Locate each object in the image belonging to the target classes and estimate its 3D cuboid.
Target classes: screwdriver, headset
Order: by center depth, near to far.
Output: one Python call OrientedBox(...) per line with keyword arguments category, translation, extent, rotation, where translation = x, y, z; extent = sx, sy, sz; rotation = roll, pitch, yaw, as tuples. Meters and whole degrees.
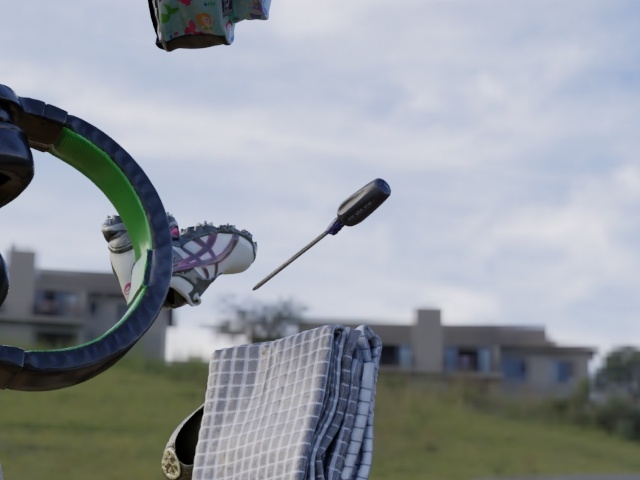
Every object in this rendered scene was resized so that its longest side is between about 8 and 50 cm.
OrientedBox(category="headset", translation=(-0.318, -0.008, 1.377), extent=(0.394, 0.243, 0.185), rotation=(19, -34, -21))
OrientedBox(category="screwdriver", translation=(0.000, 0.000, 1.457), extent=(0.025, 0.024, 0.170), rotation=(16, -44, -36))

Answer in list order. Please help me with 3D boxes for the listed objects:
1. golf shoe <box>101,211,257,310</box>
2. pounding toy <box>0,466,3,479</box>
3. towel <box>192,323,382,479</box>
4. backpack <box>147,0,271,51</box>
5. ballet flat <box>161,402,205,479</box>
OrientedBox(category="golf shoe", translation=(-0.175, 0.034, 2.172), extent=(0.105, 0.120, 0.273), rotation=(-15, -13, 32))
OrientedBox(category="pounding toy", translation=(-0.458, 0.315, 2.038), extent=(0.094, 0.181, 0.206), rotation=(4, -28, -44))
OrientedBox(category="towel", translation=(-0.045, 0.241, 2.044), extent=(0.121, 0.283, 0.235), rotation=(25, -29, -32))
OrientedBox(category="backpack", translation=(-0.160, -0.403, 2.300), extent=(0.191, 0.225, 0.253), rotation=(-10, -57, 8))
OrientedBox(category="ballet flat", translation=(-0.159, 0.269, 2.480), extent=(0.250, 0.084, 0.058), rotation=(-43, -23, 29))
